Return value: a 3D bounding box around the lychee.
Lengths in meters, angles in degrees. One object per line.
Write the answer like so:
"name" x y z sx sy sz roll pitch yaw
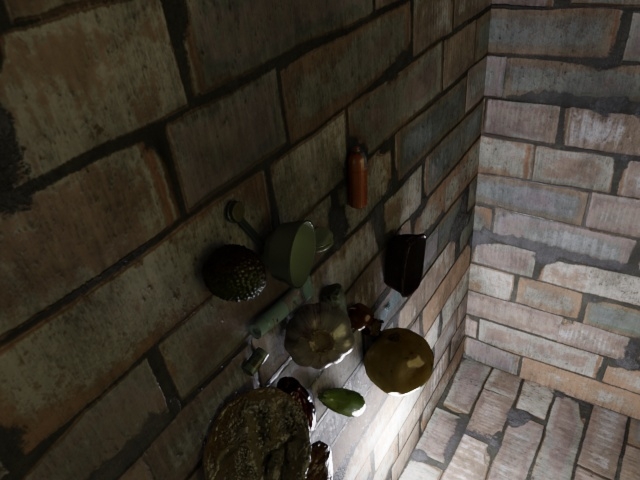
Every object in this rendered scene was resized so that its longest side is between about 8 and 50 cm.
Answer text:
"lychee" -0.219 0.089 1.345 0.171 0.171 0.171 -33 131 -49

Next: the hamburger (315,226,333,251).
"hamburger" 0.001 0.003 1.752 0.121 0.084 0.054 -37 136 -44

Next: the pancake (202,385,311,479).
"pancake" -0.192 0.657 1.614 0.386 0.082 0.388 6 79 -32

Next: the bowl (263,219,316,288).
"bowl" -0.100 0.035 1.549 0.211 0.111 0.212 8 90 -71

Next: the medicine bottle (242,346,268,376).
"medicine bottle" -0.206 0.385 1.624 0.083 0.047 0.047 -51 143 -33

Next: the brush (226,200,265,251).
"brush" -0.195 -0.026 1.464 0.266 0.027 0.062 56 46 -54

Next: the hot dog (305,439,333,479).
"hot dog" -0.042 1.005 2.086 0.267 0.174 0.388 -23 114 -56

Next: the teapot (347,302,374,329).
"teapot" 0.158 0.330 2.167 0.173 0.116 0.116 26 80 -33

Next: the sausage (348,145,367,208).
"sausage" 0.138 -0.234 1.883 0.071 0.071 0.235 -39 136 -45

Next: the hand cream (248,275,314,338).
"hand cream" -0.120 0.216 1.691 0.331 0.058 0.086 -38 117 -53

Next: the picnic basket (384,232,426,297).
"picnic basket" 0.389 0.108 2.412 0.222 0.129 0.297 -26 125 -50

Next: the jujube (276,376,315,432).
"jujube" -0.097 0.586 1.794 0.168 0.168 0.237 -38 130 -46

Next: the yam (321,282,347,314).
"yam" 0.059 0.279 1.977 0.093 0.093 0.259 -46 139 -39

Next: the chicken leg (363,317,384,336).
"chicken leg" 0.231 0.389 2.362 0.253 0.051 0.106 42 61 -57

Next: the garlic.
"garlic" -0.009 0.329 1.818 0.253 0.244 0.245 -145 -111 -83

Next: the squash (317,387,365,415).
"squash" 0.097 0.694 2.219 0.370 0.118 0.119 42 68 -54

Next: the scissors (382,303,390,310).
"scissors" 0.325 0.335 2.535 0.083 0.006 0.036 -8 112 -58

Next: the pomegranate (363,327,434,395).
"pomegranate" 0.371 0.578 2.430 0.332 0.332 0.333 -33 131 -49
